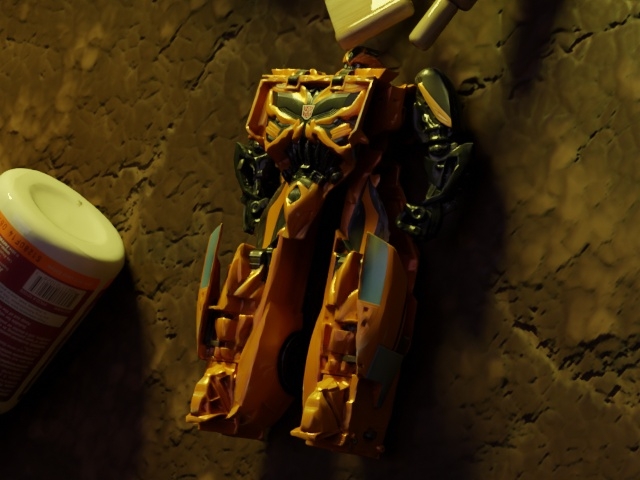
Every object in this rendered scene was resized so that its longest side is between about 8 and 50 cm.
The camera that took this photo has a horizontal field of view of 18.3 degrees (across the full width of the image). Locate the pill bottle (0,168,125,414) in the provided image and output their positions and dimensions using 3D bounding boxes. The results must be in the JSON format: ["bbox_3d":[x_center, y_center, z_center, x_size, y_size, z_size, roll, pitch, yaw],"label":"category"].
[{"bbox_3d":[-0.262,0.061,1.574,0.221,0.121,0.121,-51,52,16],"label":"pill bottle"}]

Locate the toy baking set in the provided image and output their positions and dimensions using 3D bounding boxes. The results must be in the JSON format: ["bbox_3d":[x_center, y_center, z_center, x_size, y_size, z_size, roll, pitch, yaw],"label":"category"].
[{"bbox_3d":[0.074,-0.255,1.420,0.256,0.030,0.197,-49,58,2],"label":"toy baking set"}]

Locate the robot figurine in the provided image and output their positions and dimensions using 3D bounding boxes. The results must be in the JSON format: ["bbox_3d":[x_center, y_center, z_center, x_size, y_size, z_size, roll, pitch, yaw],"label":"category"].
[{"bbox_3d":[0.000,0.000,1.399,0.211,0.085,0.291,3,79,39],"label":"robot figurine"}]
